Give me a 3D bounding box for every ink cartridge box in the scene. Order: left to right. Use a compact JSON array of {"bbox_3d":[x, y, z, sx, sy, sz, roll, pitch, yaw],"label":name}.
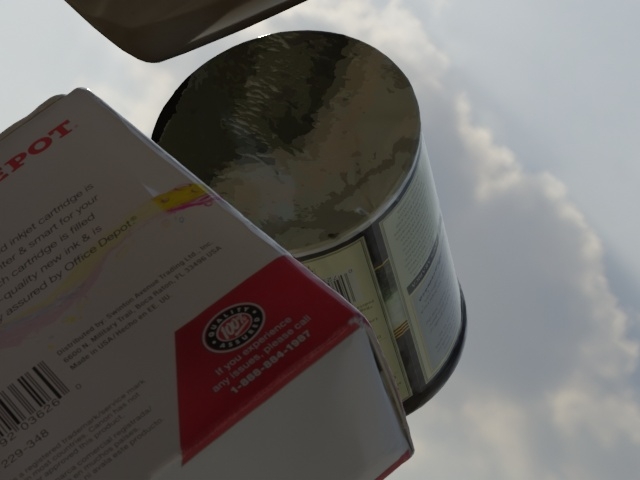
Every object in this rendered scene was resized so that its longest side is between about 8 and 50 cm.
[{"bbox_3d":[-0.130,0.071,0.889,0.306,0.226,0.131,39,-20,45],"label":"ink cartridge box"}]

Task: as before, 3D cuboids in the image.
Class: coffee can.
[{"bbox_3d":[0.000,0.000,1.213,0.202,0.201,0.275,26,-25,27],"label":"coffee can"}]

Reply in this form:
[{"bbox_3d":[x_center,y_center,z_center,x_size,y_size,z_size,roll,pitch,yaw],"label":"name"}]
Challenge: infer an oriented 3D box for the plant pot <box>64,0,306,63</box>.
[{"bbox_3d":[-0.025,-0.236,0.671,0.323,0.280,0.323,51,9,-11],"label":"plant pot"}]
